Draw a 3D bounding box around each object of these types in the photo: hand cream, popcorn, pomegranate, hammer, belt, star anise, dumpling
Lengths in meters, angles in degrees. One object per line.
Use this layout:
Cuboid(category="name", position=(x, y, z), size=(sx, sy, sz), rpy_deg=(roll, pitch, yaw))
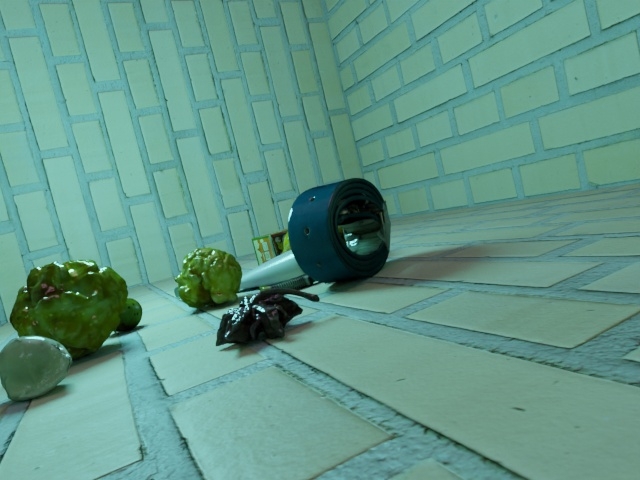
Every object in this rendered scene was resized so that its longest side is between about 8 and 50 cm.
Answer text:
Cuboid(category="hand cream", position=(-0.171, 0.118, 1.719), size=(0.358, 0.118, 0.185), rpy_deg=(-20, 2, 34))
Cuboid(category="popcorn", position=(-0.376, 0.133, 1.564), size=(0.234, 0.217, 0.181), rpy_deg=(-20, -23, 2))
Cuboid(category="pomegranate", position=(-0.639, 0.231, 1.499), size=(0.130, 0.131, 0.130), rpy_deg=(-14, 4, 1))
Cuboid(category="hammer", position=(-0.079, 0.137, 1.493), size=(0.226, 0.041, 0.158), rpy_deg=(-15, 2, -20))
Cuboid(category="belt", position=(0.075, -0.030, 1.431), size=(0.172, 0.301, 0.436), rpy_deg=(-9, 3, 34))
Cuboid(category="star anise", position=(-0.125, 0.158, 1.007), size=(0.231, 0.089, 0.209), rpy_deg=(-31, 22, -36))
Cuboid(category="popcorn", position=(-0.672, 0.191, 1.255), size=(0.281, 0.282, 0.247), rpy_deg=(-10, -30, 43))
Cuboid(category="dumpling", position=(-0.608, 0.267, 0.981), size=(0.198, 0.136, 0.118), rpy_deg=(12, -18, 31))

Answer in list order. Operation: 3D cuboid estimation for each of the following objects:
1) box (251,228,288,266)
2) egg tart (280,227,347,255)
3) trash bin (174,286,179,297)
Cuboid(category="box", position=(-0.172, 0.046, 2.084), size=(0.148, 0.178, 0.194), rpy_deg=(-11, 5, 44))
Cuboid(category="egg tart", position=(0.000, 0.000, 1.835), size=(0.339, 0.153, 0.352), rpy_deg=(-6, -20, -13))
Cuboid(category="trash bin", position=(-0.561, 0.205, 2.049), size=(0.115, 0.059, 0.130), rpy_deg=(-15, 5, 10))
